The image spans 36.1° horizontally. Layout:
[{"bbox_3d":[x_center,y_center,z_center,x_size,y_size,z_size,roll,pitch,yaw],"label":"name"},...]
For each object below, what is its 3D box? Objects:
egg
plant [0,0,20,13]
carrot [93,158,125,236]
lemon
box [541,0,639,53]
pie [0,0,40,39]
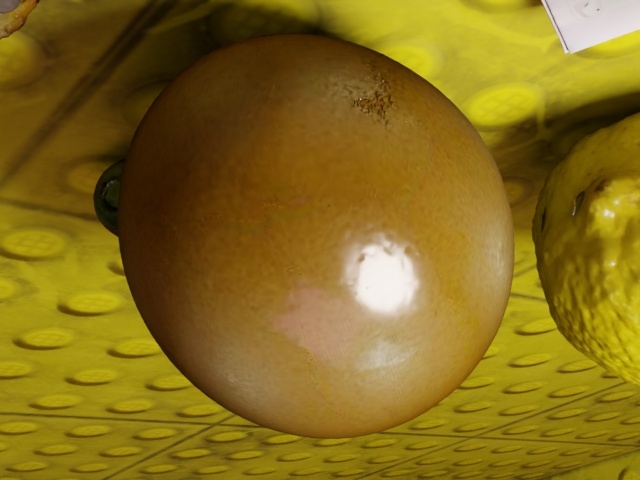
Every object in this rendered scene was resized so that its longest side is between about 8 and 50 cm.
[{"bbox_3d":[0.000,0.000,0.734,0.283,0.282,0.351,-14,146,13],"label":"egg"},{"bbox_3d":[-0.204,-0.170,0.396,0.182,0.194,0.320,4,151,-17],"label":"plant"},{"bbox_3d":[-0.101,-0.010,0.947,0.078,0.078,0.298,-20,157,24],"label":"carrot"},{"bbox_3d":[0.337,0.013,0.894,0.322,0.268,0.268,15,148,-34],"label":"lemon"},{"bbox_3d":[0.205,-0.194,0.649,0.129,0.051,0.130,-17,154,21],"label":"box"},{"bbox_3d":[-0.212,-0.161,0.611,0.088,0.033,0.191,20,144,-40],"label":"pie"}]
